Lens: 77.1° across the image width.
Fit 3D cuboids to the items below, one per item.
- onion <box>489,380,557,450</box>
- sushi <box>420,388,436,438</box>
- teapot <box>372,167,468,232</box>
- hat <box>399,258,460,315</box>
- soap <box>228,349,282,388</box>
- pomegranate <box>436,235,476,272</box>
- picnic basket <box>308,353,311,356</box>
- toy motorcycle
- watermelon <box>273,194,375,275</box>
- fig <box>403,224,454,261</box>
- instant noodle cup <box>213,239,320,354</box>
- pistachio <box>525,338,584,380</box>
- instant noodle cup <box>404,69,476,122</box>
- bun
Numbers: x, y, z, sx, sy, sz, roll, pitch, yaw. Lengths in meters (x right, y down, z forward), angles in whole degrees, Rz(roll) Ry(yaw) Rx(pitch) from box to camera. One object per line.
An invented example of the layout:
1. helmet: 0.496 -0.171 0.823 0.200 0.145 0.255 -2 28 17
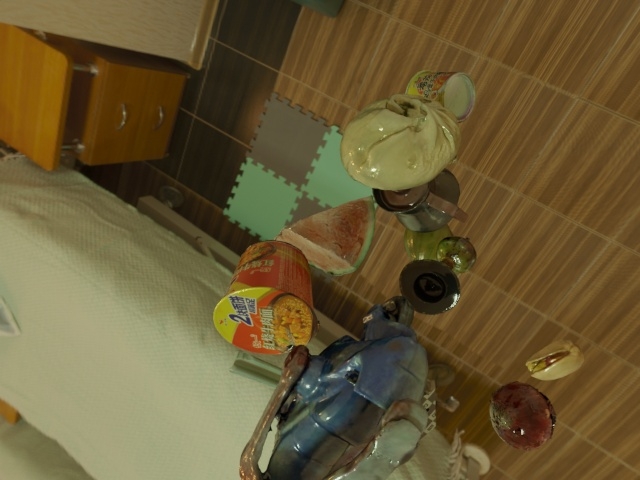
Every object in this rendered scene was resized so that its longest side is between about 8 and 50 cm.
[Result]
1. onion: 0.553 0.490 1.125 0.184 0.147 0.183 -16 67 43
2. sushi: 0.252 0.615 1.316 0.050 0.290 0.264 40 151 48
3. teapot: 0.416 -0.179 1.646 0.376 0.362 0.305 35 104 34
4. hat: 0.217 0.091 0.803 0.121 0.050 0.121 0 89 17
5. soap: -0.163 0.385 1.169 0.199 0.063 0.114 25 157 -10
6. pomegranate: 0.516 0.062 1.557 0.156 0.220 0.156 11 109 33
7. picnic basket: -0.056 0.390 1.347 0.072 0.083 0.072 -30 46 37
8. toy motorcycle: 0.046 0.238 0.544 0.319 0.182 0.241 -52 38 11
9. watermelon: 0.028 0.018 1.326 0.319 0.292 0.222 -20 82 -13
10. fig: 0.507 0.017 1.929 0.240 0.271 0.239 23 153 13
11. instant noodle cup: -0.106 0.114 0.867 0.213 0.174 0.213 1 129 1
12. pistachio: 0.880 0.452 1.502 0.200 0.145 0.117 -42 54 19
13. instant noodle cup: 0.526 -0.615 1.741 0.200 0.264 0.264 22 117 55
14. bun: 0.165 -0.226 0.857 0.259 0.259 0.159 9 128 22
